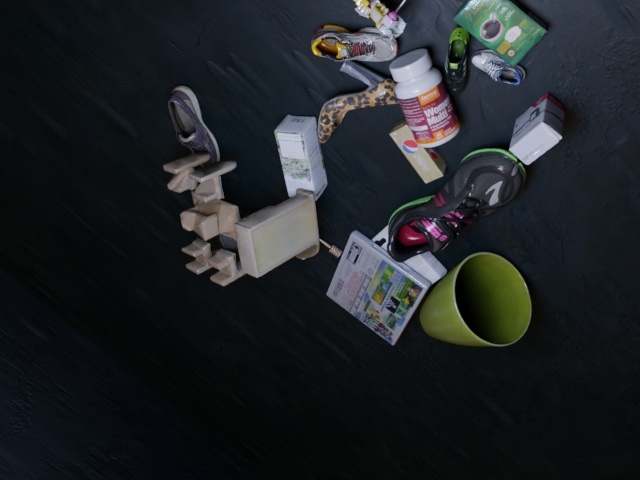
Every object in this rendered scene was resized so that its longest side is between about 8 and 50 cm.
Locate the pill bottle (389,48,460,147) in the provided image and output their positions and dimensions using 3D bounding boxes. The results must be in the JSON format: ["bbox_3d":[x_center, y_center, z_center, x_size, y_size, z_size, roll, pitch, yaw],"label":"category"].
[{"bbox_3d":[0.259,-0.354,1.539,0.121,0.121,0.221,-9,124,32],"label":"pill bottle"}]

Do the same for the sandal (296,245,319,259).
[{"bbox_3d":[-0.064,0.023,2.081,0.079,0.088,0.240,10,168,-44],"label":"sandal"}]

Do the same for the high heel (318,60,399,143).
[{"bbox_3d":[0.102,-0.334,1.650,0.186,0.093,0.261,31,127,6],"label":"high heel"}]

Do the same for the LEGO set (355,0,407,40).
[{"bbox_3d":[0.108,-0.590,1.420,0.287,0.132,0.107,48,119,13],"label":"LEGO set"}]

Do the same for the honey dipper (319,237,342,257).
[{"bbox_3d":[0.000,0.000,2.046,0.160,0.030,0.030,35,135,-4],"label":"honey dipper"}]

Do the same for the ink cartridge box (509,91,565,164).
[{"bbox_3d":[0.518,-0.267,1.468,0.063,0.150,0.109,37,135,-9],"label":"ink cartridge box"}]

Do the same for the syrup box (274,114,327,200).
[{"bbox_3d":[-0.054,-0.240,1.810,0.093,0.096,0.237,9,134,23],"label":"syrup box"}]

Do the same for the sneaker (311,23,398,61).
[{"bbox_3d":[0.083,-0.477,1.536,0.225,0.093,0.088,9,132,18],"label":"sneaker"}]

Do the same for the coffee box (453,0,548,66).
[{"bbox_3d":[0.409,-0.494,1.398,0.184,0.040,0.113,34,135,-6],"label":"coffee box"}]

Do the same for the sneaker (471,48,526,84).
[{"bbox_3d":[0.420,-0.408,1.457,0.135,0.058,0.052,23,135,6],"label":"sneaker"}]

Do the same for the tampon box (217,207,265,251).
[{"bbox_3d":[-0.252,-0.034,2.074,0.161,0.120,0.101,-1,127,27],"label":"tampon box"}]

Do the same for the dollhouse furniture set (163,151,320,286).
[{"bbox_3d":[-0.234,-0.068,1.869,0.394,0.256,0.362,20,128,41],"label":"dollhouse furniture set"}]

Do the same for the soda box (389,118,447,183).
[{"bbox_3d":[0.268,-0.246,1.676,0.061,0.058,0.181,-23,115,39],"label":"soda box"}]

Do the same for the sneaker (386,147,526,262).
[{"bbox_3d":[0.361,-0.071,1.682,0.185,0.202,0.483,39,135,-11],"label":"sneaker"}]

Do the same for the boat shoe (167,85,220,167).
[{"bbox_3d":[-0.398,-0.331,1.901,0.102,0.092,0.285,3,130,24],"label":"boat shoe"}]

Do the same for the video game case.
[{"bbox_3d":[0.181,0.162,2.043,0.300,0.036,0.329,36,137,16],"label":"video game case"}]

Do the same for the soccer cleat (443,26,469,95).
[{"bbox_3d":[0.323,-0.421,1.479,0.060,0.072,0.179,12,137,17],"label":"soccer cleat"}]

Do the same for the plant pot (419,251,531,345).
[{"bbox_3d":[0.437,0.208,1.883,0.274,0.275,0.293,37,152,-8],"label":"plant pot"}]

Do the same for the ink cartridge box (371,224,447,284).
[{"bbox_3d":[0.261,0.068,1.978,0.232,0.066,0.189,50,135,6],"label":"ink cartridge box"}]
